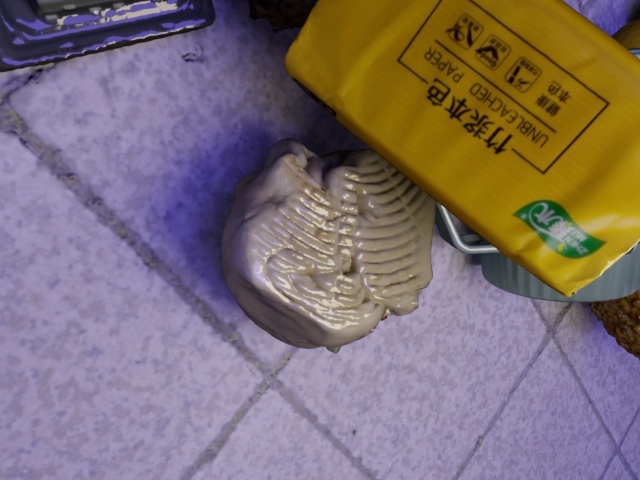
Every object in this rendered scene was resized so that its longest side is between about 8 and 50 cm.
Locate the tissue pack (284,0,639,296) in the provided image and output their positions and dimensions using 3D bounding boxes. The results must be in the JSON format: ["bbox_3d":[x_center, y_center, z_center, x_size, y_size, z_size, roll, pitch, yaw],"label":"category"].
[{"bbox_3d":[0.192,-0.160,0.565,0.381,0.293,0.228,39,113,5],"label":"tissue pack"}]

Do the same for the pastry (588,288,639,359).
[{"bbox_3d":[0.676,0.065,0.981,0.244,0.410,0.410,-18,108,7],"label":"pastry"}]

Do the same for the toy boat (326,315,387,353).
[{"bbox_3d":[0.065,0.097,0.759,0.185,0.089,0.071,-59,164,-16],"label":"toy boat"}]

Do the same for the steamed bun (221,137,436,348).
[{"bbox_3d":[0.003,0.002,0.650,0.276,0.203,0.289,38,57,-20],"label":"steamed bun"}]

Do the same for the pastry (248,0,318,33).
[{"bbox_3d":[-0.036,-0.380,0.547,0.192,0.275,0.275,-39,114,-7],"label":"pastry"}]

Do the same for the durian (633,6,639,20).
[{"bbox_3d":[0.807,-0.499,1.112,0.159,0.146,0.198,-8,113,-33],"label":"durian"}]

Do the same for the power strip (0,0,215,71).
[{"bbox_3d":[-0.262,-0.335,0.511,0.256,0.092,0.251,-24,111,-23],"label":"power strip"}]

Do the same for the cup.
[{"bbox_3d":[0.368,-0.125,0.836,0.310,0.400,0.393,-34,123,-63],"label":"cup"}]

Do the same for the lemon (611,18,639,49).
[{"bbox_3d":[0.690,-0.336,1.006,0.253,0.228,0.229,17,87,-36],"label":"lemon"}]
